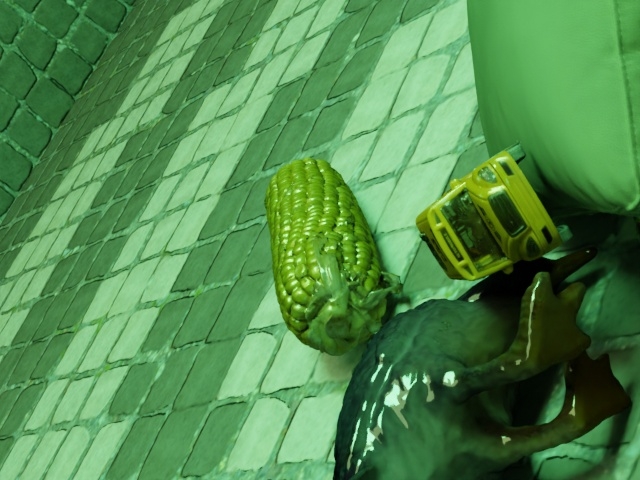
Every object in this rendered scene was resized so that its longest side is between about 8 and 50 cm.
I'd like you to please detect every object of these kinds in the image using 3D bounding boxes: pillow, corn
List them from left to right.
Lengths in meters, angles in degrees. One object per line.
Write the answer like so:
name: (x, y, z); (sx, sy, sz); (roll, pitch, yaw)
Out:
corn: (0.000, 0.000, 1.196); (0.106, 0.106, 0.293); (-46, 25, 15)
pillow: (0.167, -0.137, 0.859); (0.120, 0.255, 0.322); (-8, 1, -2)

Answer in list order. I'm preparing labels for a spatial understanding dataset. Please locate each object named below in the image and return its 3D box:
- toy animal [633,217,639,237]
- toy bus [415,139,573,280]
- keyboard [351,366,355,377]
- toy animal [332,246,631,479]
toy animal: (0.278, -0.075, 0.819); (0.181, 0.073, 0.136); (-62, 8, -12)
toy bus: (0.107, -0.012, 0.862); (0.074, 0.069, 0.162); (-31, -1, -2)
keyboard: (0.069, 0.093, 1.037); (0.129, 0.015, 0.049); (-36, 28, 34)
toy animal: (0.094, 0.102, 0.846); (0.185, 0.122, 0.298); (-11, 34, 52)
